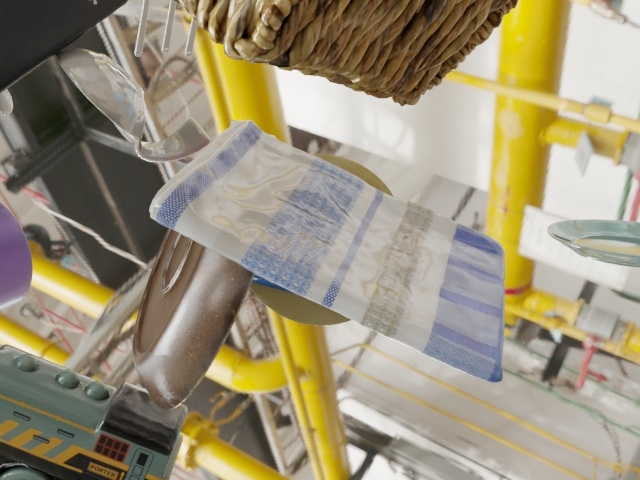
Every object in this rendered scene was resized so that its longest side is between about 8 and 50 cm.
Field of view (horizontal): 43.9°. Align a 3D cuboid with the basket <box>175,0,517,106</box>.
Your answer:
[{"bbox_3d":[0.041,-0.256,0.461,0.299,0.213,0.223,-48,-22,25],"label":"basket"}]

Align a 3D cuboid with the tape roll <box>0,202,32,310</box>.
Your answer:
[{"bbox_3d":[-0.543,0.027,1.232,0.080,0.189,0.189,-29,-46,-56],"label":"tape roll"}]

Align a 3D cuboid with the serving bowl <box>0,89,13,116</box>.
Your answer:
[{"bbox_3d":[-0.595,-0.273,1.477,0.027,0.083,0.083,-28,-37,-9],"label":"serving bowl"}]

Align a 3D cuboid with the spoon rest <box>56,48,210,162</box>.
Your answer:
[{"bbox_3d":[-0.253,-0.168,1.066,0.084,0.137,0.276,-45,-26,7],"label":"spoon rest"}]

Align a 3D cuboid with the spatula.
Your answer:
[{"bbox_3d":[-0.325,-0.499,1.716,0.168,0.019,0.242,-10,-36,-30],"label":"spatula"}]

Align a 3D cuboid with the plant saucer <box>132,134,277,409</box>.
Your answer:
[{"bbox_3d":[-0.132,0.022,0.844,0.311,0.050,0.311,-53,23,34],"label":"plant saucer"}]

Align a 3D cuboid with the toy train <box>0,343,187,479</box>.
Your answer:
[{"bbox_3d":[-0.320,0.237,0.958,0.142,0.333,0.190,-80,15,-73],"label":"toy train"}]

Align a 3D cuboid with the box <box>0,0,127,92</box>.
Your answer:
[{"bbox_3d":[-0.578,-0.296,1.030,0.480,0.471,0.297,-42,-58,-17],"label":"box"}]

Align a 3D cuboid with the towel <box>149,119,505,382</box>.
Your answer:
[{"bbox_3d":[0.023,-0.006,0.646,0.034,0.285,0.209,-65,-2,27],"label":"towel"}]

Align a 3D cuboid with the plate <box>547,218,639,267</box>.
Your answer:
[{"bbox_3d":[0.358,0.005,0.921,0.188,0.188,0.024,-21,-64,-57],"label":"plate"}]

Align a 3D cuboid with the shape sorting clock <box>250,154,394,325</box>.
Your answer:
[{"bbox_3d":[0.000,0.000,0.957,0.040,0.206,0.206,14,-82,-86],"label":"shape sorting clock"}]
